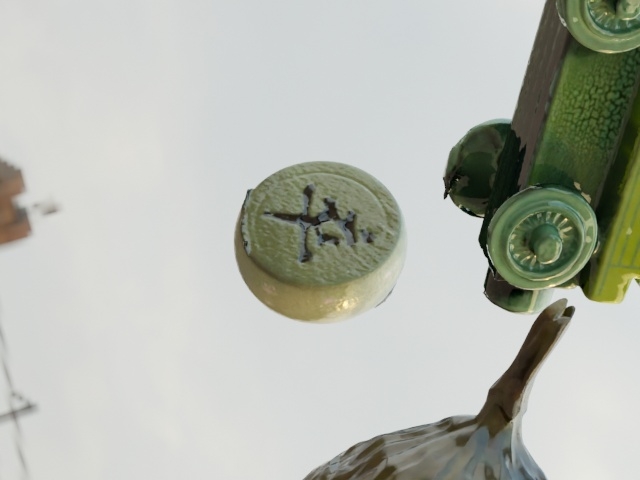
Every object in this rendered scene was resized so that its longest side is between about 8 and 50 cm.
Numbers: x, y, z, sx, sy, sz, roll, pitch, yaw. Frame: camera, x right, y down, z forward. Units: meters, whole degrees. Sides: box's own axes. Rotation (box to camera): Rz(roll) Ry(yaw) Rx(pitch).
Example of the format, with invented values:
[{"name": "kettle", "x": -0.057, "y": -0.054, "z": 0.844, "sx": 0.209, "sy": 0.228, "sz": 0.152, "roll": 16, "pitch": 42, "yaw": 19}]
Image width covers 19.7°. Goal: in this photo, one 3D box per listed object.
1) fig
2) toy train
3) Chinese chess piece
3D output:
[{"name": "fig", "x": 0.116, "y": 0.213, "z": 1.410, "sx": 0.286, "sy": 0.286, "sz": 0.369, "roll": 35, "pitch": -81, "yaw": 50}, {"name": "toy train", "x": 0.282, "y": -0.127, "z": 1.612, "sx": 0.179, "sy": 0.272, "sz": 0.442, "roll": -109, "pitch": -151, "yaw": -58}, {"name": "Chinese chess piece", "x": 0.000, "y": 0.000, "z": 1.988, "sx": 0.188, "sy": 0.188, "sz": 0.083, "roll": 54, "pitch": -21, "yaw": 33}]
